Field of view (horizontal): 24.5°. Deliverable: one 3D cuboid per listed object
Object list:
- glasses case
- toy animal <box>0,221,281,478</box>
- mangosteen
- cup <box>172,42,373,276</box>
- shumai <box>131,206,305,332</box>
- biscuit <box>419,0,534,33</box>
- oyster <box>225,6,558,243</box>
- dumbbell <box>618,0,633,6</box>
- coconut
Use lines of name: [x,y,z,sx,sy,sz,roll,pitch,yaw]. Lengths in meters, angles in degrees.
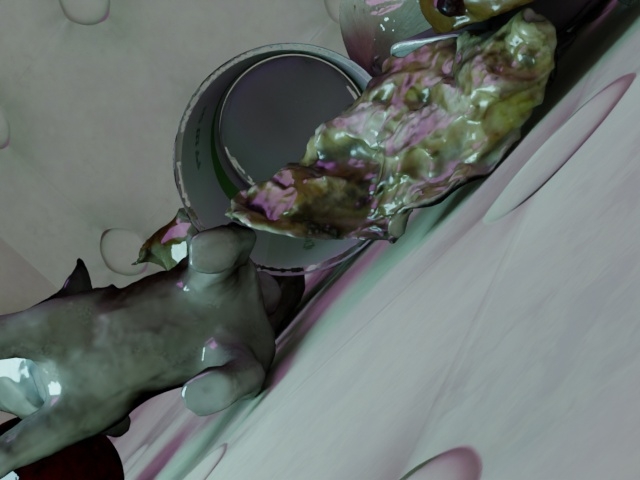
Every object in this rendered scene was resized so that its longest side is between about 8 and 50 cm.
glasses case: [0.210,-0.222,1.496,0.308,0.083,0.128,-34,15,-38]
toy animal: [-0.197,0.106,1.492,0.344,0.194,0.302,-16,3,5]
mangosteen: [-0.305,0.284,1.623,0.200,0.200,0.200,-47,4,4]
cup: [-0.035,-0.110,1.702,0.253,0.253,0.274,-47,8,8]
shumai: [-0.135,0.055,1.717,0.206,0.175,0.166,-48,18,-14]
biscuit: [0.219,-0.272,1.308,0.296,0.075,0.296,-25,9,4]
oyster: [0.082,-0.101,1.341,0.351,0.115,0.238,-29,17,37]
dumbbell: [0.306,-0.285,1.119,0.254,0.110,0.110,-54,3,8]
coconut: [0.135,-0.244,1.670,0.241,0.241,0.241,-47,4,4]
